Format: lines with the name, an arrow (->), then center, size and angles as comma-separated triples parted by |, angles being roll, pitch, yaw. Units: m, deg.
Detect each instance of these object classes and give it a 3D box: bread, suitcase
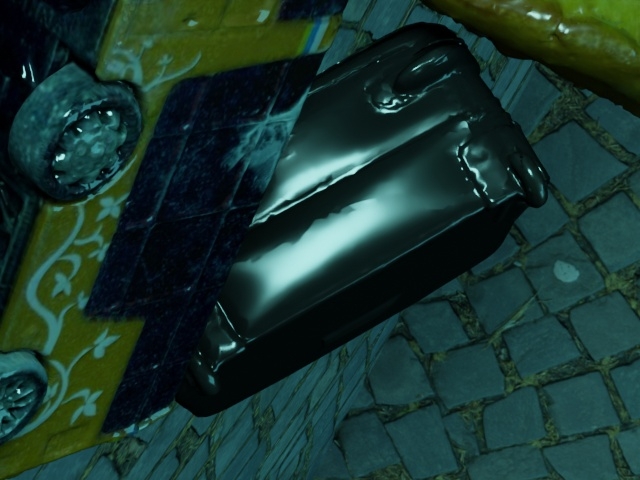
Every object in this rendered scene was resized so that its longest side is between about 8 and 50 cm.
bread -> 0.177, -0.237, 1.156 | 0.204, 0.358, 0.337 | -60, 168, 17
suitcase -> 0.000, 0.000, 1.235 | 0.345, 0.188, 0.339 | -31, 168, -7

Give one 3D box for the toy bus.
toy bus -> -0.128, -0.045, 0.752 | 0.194, 0.162, 0.323 | -13, 135, -50
